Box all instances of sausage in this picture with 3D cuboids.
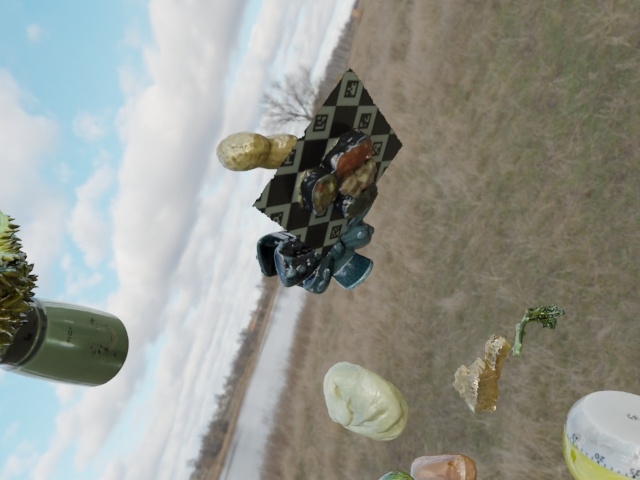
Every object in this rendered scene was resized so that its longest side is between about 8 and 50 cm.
[{"bbox_3d":[0.341,0.657,1.485,0.274,0.105,0.105,131,157,-59],"label":"sausage"}]

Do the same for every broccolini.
[{"bbox_3d":[0.352,0.147,0.886,0.194,0.052,0.054,-19,-44,-43],"label":"broccolini"}]

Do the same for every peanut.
[{"bbox_3d":[-0.122,-0.188,1.096,0.089,0.193,0.089,20,115,52],"label":"peanut"}]

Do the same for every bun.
[{"bbox_3d":[0.118,0.451,1.441,0.160,0.259,0.259,-57,-5,-28],"label":"bun"}]

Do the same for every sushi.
[{"bbox_3d":[0.039,-0.091,0.772,0.231,0.047,0.220,-55,-34,-2],"label":"sushi"}]

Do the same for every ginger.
[{"bbox_3d":[0.331,0.272,1.092,0.067,0.096,0.165,69,-143,-81],"label":"ginger"}]

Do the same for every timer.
[{"bbox_3d":[0.684,0.512,1.193,0.285,0.285,0.285,-163,90,-87],"label":"timer"}]

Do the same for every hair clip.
[{"bbox_3d":[0.005,0.002,1.248,0.310,0.206,0.194,-44,30,-17],"label":"hair clip"}]

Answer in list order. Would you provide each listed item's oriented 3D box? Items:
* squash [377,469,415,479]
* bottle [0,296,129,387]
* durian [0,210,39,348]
[{"bbox_3d":[0.074,0.395,0.736,0.066,0.066,0.252,-78,8,-55],"label":"squash"},{"bbox_3d":[-0.546,0.189,1.031,0.347,0.169,0.168,45,-123,-61],"label":"bottle"},{"bbox_3d":[-0.407,0.039,0.552,0.237,0.200,0.176,17,102,49],"label":"durian"}]
